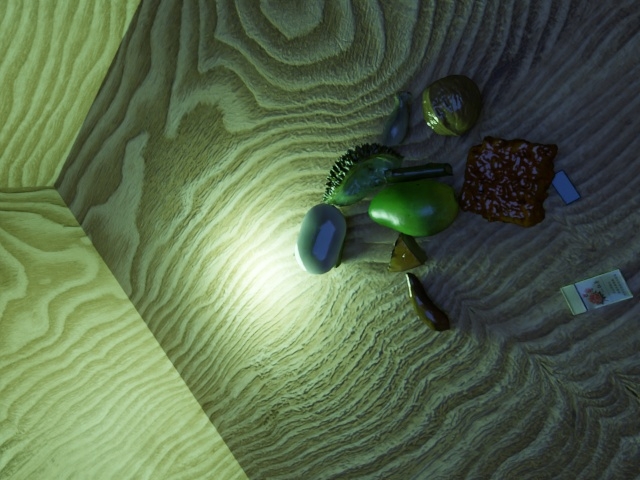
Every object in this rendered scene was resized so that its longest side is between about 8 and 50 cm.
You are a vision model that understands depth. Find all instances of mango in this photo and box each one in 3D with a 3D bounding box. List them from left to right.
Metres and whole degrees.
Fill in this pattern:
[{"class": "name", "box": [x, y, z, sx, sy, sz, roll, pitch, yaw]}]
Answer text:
[{"class": "mango", "box": [0.370, -0.128, 1.780, 0.381, 0.201, 0.226, 1, 96, 34]}]

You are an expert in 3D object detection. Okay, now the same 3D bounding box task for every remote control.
[{"class": "remote control", "box": [-0.001, -0.005, 2.002, 0.221, 0.103, 0.332, 22, 103, 22]}]

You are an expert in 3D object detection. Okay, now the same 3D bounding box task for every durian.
[{"class": "durian", "box": [0.163, -0.292, 1.909, 0.394, 0.163, 0.198, -38, 119, 11]}]

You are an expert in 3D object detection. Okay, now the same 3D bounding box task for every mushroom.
[{"class": "mushroom", "box": [0.317, -0.502, 1.814, 0.116, 0.093, 0.225, 35, 120, 44]}]

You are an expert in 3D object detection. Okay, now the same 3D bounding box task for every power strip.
[{"class": "power strip", "box": [0.876, -0.189, 1.577, 0.056, 0.032, 0.123, -34, 81, 29]}]

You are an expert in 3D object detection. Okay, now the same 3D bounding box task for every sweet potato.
[{"class": "sweet potato", "box": [0.438, 0.270, 1.869, 0.097, 0.097, 0.292, -43, 75, 28]}]

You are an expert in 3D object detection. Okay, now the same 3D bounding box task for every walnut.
[{"class": "walnut", "box": [0.492, -0.502, 1.650, 0.227, 0.228, 0.228, 5, 100, 29]}]

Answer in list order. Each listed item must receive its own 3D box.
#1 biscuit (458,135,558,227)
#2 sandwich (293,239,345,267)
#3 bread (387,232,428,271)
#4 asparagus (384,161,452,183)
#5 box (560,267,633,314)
[{"class": "biscuit", "box": [0.684, -0.220, 1.630, 0.318, 0.110, 0.312, 18, 109, 35]}, {"class": "sandwich", "box": [0.000, 0.000, 2.098, 0.244, 0.063, 0.212, 15, 102, 26]}, {"class": "bread", "box": [0.344, 0.043, 1.863, 0.169, 0.140, 0.160, -21, 93, 31]}, {"class": "asparagus", "box": [0.396, -0.276, 1.793, 0.277, 0.060, 0.067, -7, 105, 19]}, {"class": "box", "box": [0.987, 0.185, 1.576, 0.198, 0.029, 0.109, -27, 84, 29]}]
